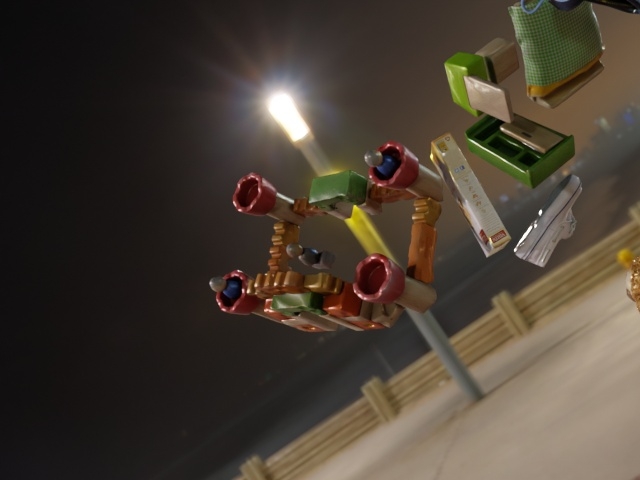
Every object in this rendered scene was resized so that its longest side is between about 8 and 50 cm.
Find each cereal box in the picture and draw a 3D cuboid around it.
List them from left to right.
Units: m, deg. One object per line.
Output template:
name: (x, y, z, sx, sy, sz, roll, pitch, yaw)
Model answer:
cereal box: (0.295, -0.086, 1.945, 0.047, 0.240, 0.173, -28, -9, 2)

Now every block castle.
block castle: (0.000, 0.000, 1.856, 0.453, 0.303, 0.213, -8, -23, 43)

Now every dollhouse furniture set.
dollhouse furniture set: (0.364, -0.262, 1.508, 0.301, 0.151, 0.197, -38, -47, -16)

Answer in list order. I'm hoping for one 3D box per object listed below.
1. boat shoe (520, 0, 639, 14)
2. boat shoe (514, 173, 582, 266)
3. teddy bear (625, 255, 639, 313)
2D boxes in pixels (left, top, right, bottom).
boat shoe: (0.318, -0.330, 1.228, 0.258, 0.089, 0.109, 1, 5, -15)
boat shoe: (0.468, -0.037, 1.934, 0.083, 0.076, 0.226, -58, -4, -42)
teddy bear: (0.501, -0.028, 1.343, 0.113, 0.338, 0.245, 12, 0, 31)
